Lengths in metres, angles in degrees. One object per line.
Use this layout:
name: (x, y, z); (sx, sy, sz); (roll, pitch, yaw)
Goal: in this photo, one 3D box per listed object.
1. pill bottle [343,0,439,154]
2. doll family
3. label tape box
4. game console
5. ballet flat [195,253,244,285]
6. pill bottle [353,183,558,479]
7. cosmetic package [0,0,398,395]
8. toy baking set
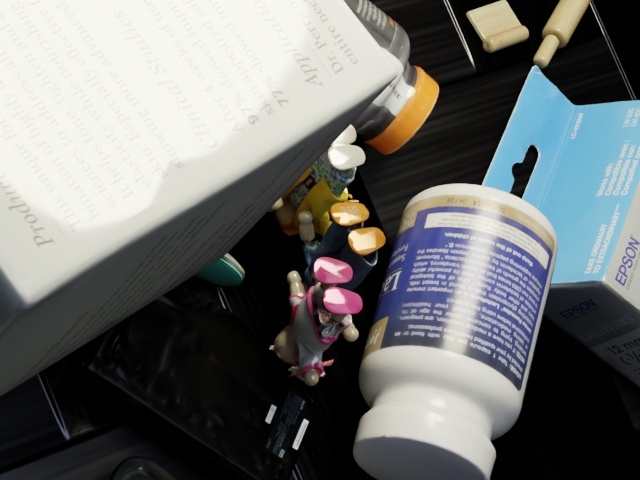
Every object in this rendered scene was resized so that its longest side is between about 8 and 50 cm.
pill bottle: (-0.007, -0.184, 1.820); (0.246, 0.130, 0.130); (36, 56, -18)
doll family: (0.000, 0.000, 1.734); (0.118, 0.163, 0.263); (-8, 67, -24)
label tape box: (0.335, -0.004, 1.995); (0.348, 0.115, 0.249); (37, 56, -19)
game console: (-0.143, 0.207, 1.636); (0.213, 0.044, 0.361); (36, 55, -17)
ballet flat: (-0.116, 0.006, 1.733); (0.114, 0.041, 0.041); (19, 63, -28)
pill bottle: (0.121, 0.093, 1.787); (0.153, 0.153, 0.264); (30, 58, -22)
cosmetic package: (-0.230, -0.101, 1.493); (0.394, 0.327, 0.329); (-33, 84, -38)
toy baking set: (0.216, -0.307, 2.080); (0.197, 0.030, 0.256); (45, 54, -12)
